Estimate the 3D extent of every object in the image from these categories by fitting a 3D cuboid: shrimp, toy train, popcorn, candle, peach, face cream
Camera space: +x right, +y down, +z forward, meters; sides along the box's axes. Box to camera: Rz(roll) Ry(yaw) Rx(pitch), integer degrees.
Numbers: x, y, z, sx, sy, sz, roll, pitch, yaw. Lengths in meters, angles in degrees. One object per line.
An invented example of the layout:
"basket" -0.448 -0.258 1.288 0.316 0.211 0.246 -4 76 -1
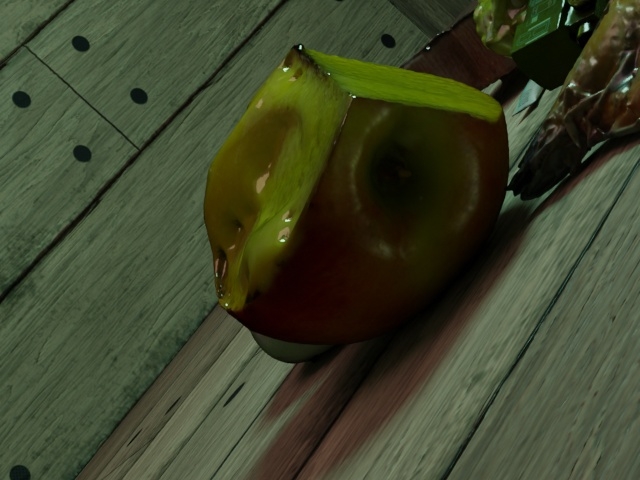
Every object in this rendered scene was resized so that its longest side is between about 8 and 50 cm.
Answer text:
"shrimp" 0.259 -0.134 1.328 0.317 0.062 0.164 -57 19 33
"toy train" 0.302 -0.289 1.777 0.137 0.090 0.225 -27 35 44
"popcorn" 0.266 -0.292 1.989 0.126 0.145 0.126 -1 -58 -47
"candle" 0.254 -0.285 2.246 0.317 0.131 0.287 -33 6 35
"peach" 0.031 -0.036 1.560 0.380 0.242 0.306 35 107 66
"face cream" 0.268 -0.190 1.942 0.038 0.020 0.115 -33 12 35

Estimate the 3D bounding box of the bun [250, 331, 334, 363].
"bun" 0.000 0.000 1.849 0.293 0.187 0.293 -48 8 9
